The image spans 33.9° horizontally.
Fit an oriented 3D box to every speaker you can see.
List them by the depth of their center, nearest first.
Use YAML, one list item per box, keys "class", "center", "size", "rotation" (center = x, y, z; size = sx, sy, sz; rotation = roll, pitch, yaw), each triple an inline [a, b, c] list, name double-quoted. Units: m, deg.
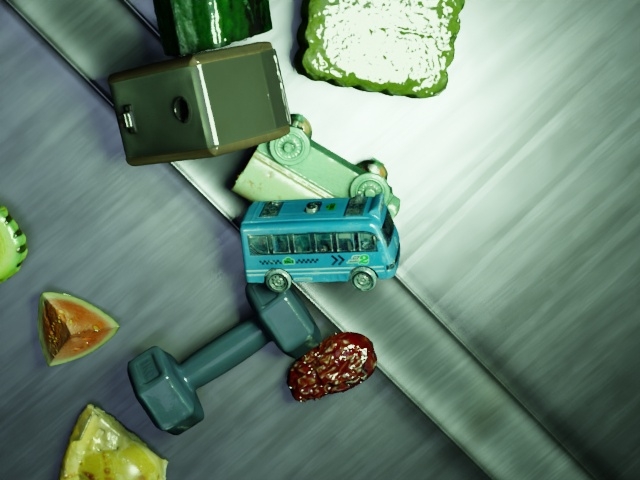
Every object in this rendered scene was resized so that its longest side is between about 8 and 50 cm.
- class: "speaker"
  center: [-0.187, -0.210, 1.626]
  size: [0.193, 0.231, 0.153]
  rotation: [-20, 103, -42]

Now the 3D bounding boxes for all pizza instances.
- class: "pizza"
  center: [-0.356, 0.387, 1.800]
  size: [0.188, 0.080, 0.204]
  rotation: [3, 97, -7]

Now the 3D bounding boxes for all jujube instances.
- class: "jujube"
  center: [0.018, 0.214, 1.807]
  size: [0.166, 0.104, 0.104]
  rotation: [-20, 101, 11]

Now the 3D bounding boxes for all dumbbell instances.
- class: "dumbbell"
  center: [-0.161, 0.189, 1.756]
  size: [0.316, 0.156, 0.143]
  rotation: [-33, 71, 0]

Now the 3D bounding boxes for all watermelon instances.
- class: "watermelon"
  center: [-0.404, 0.145, 1.749]
  size: [0.135, 0.094, 0.125]
  rotation: [-4, 91, -10]

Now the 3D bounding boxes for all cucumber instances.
- class: "cucumber"
  center: [-0.170, -0.369, 1.653]
  size: [0.191, 0.191, 0.130]
  rotation: [-10, 105, -5]

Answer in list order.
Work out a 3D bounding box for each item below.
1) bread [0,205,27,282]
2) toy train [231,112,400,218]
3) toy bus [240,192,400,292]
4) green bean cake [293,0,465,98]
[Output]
- class: "bread"
  center: [-0.548, 0.005, 1.721]
  size: [0.130, 0.071, 0.139]
  rotation: [-24, 102, 1]
- class: "toy train"
  center: [-0.011, -0.089, 1.754]
  size: [0.285, 0.116, 0.177]
  rotation: [29, 107, -11]
- class: "toy bus"
  center: [0.000, 0.000, 1.683]
  size: [0.246, 0.113, 0.134]
  rotation: [-2, 117, 13]
- class: "green bean cake"
  center: [0.095, -0.360, 1.690]
  size: [0.250, 0.156, 0.246]
  rotation: [8, 99, -7]
